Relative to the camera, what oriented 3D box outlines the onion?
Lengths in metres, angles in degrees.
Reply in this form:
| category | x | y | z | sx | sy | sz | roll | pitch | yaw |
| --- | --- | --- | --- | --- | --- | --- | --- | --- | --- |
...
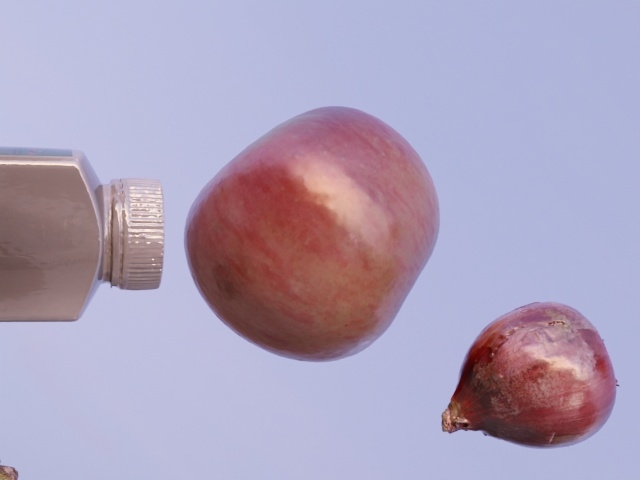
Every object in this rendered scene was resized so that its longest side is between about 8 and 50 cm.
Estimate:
| category | x | y | z | sx | sy | sz | roll | pitch | yaw |
| --- | --- | --- | --- | --- | --- | --- | --- | --- | --- |
| onion | 0.210 | 0.152 | 1.144 | 0.159 | 0.195 | 0.159 | 161 | -90 | -78 |

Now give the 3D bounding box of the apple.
| category | x | y | z | sx | sy | sz | roll | pitch | yaw |
| --- | --- | --- | --- | --- | --- | --- | --- | --- | --- |
| apple | 0.000 | 0.000 | 1.318 | 0.269 | 0.345 | 0.345 | 52 | -31 | 3 |

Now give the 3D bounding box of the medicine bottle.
| category | x | y | z | sx | sy | sz | roll | pitch | yaw |
| --- | --- | --- | --- | --- | --- | --- | --- | --- | --- |
| medicine bottle | -0.218 | -0.005 | 0.835 | 0.088 | 0.189 | 0.131 | -151 | -118 | -73 |

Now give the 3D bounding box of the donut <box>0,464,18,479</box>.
| category | x | y | z | sx | sy | sz | roll | pitch | yaw |
| --- | --- | --- | --- | --- | --- | --- | --- | --- | --- |
| donut | -0.491 | 0.303 | 1.363 | 0.216 | 0.095 | 0.230 | 13 | -20 | -12 |
